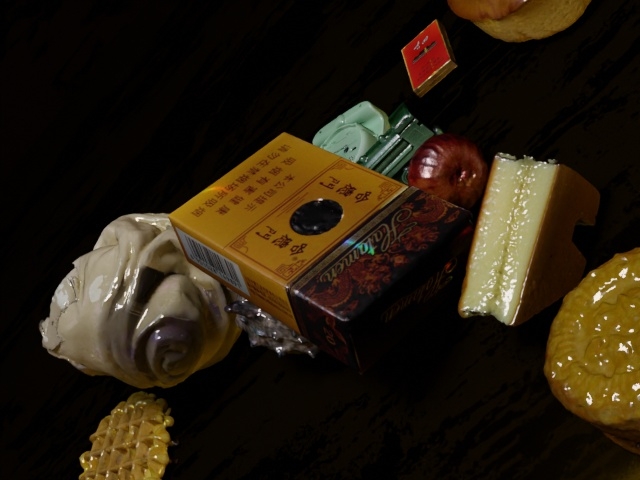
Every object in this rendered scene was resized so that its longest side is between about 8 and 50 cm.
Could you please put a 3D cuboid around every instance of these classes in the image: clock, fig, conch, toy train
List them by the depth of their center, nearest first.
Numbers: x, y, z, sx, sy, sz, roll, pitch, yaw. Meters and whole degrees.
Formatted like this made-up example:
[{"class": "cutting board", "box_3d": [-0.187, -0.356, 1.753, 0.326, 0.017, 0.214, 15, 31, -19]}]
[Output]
[{"class": "fig", "box_3d": [0.193, -0.108, 1.406, 0.128, 0.128, 0.150, -39, 23, 28]}, {"class": "conch", "box_3d": [-0.034, 0.076, 1.514, 0.241, 0.186, 0.313, -34, 19, -4]}, {"class": "toy train", "box_3d": [0.125, -0.138, 1.523, 0.170, 0.111, 0.071, -45, 31, 20]}, {"class": "clock", "box_3d": [0.053, -0.138, 1.658, 0.159, 0.066, 0.210, -31, 43, 37]}]

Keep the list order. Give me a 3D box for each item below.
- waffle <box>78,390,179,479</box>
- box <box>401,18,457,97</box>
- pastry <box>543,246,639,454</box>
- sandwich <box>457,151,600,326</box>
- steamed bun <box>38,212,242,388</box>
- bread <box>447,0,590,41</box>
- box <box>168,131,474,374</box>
[{"class": "waffle", "box_3d": [-0.386, 0.437, 1.784, 0.329, 0.062, 0.329, -32, 43, 35]}, {"class": "box", "box_3d": [0.195, -0.329, 1.661, 0.090, 0.023, 0.133, -37, 39, 27]}, {"class": "pastry", "box_3d": [0.359, 0.108, 0.996, 0.240, 0.132, 0.235, 12, 75, 55]}, {"class": "sandwich", "box_3d": [0.267, 0.012, 1.204, 0.122, 0.128, 0.235, 2, 66, 49]}, {"class": "steamed bun", "box_3d": [-0.290, 0.136, 1.644, 0.394, 0.346, 0.237, -28, 28, -19]}, {"class": "bread", "box_3d": [0.329, -0.439, 1.455, 0.270, 0.148, 0.269, -34, 40, 34]}, {"class": "box", "box_3d": [0.000, 0.001, 1.385, 0.264, 0.115, 0.415, -37, 44, -25]}]
